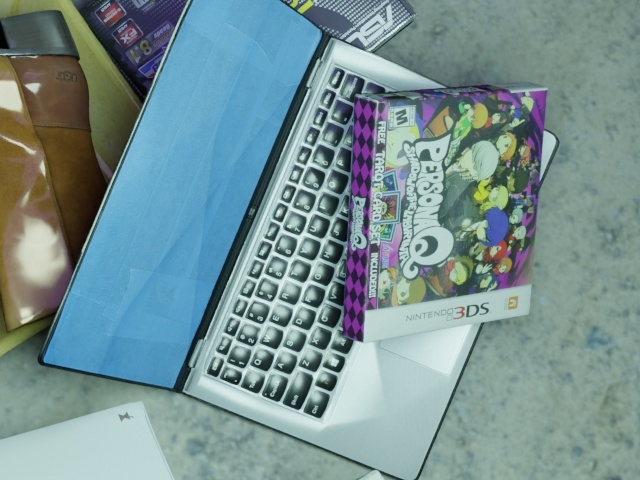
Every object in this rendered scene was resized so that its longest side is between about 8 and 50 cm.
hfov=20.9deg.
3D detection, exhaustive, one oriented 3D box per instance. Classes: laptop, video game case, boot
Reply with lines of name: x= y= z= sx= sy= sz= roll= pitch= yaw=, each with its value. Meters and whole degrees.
laptop: x=0.000 y=0.000 z=1.604 sx=0.408 sy=0.236 sz=0.382 roll=23 pitch=90 yaw=-9
video game case: x=0.118 y=-0.029 z=1.643 sx=0.210 sy=0.042 sz=0.232 roll=-7 pitch=107 yaw=-35
boot: x=-0.318 y=-0.051 z=1.599 sx=0.264 sy=0.096 sz=0.280 roll=-14 pitch=86 yaw=-27

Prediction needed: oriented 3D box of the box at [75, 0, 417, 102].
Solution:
box: x=-0.074 y=-0.223 z=1.744 sx=0.270 sy=0.060 sz=0.216 roll=-38 pitch=91 yaw=0

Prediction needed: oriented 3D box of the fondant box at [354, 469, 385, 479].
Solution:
fondant box: x=0.079 y=0.382 z=1.572 sx=0.096 sy=0.238 sz=0.330 roll=-34 pitch=86 yaw=-23

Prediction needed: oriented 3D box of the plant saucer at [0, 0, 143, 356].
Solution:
plant saucer: x=-0.329 y=-0.063 z=1.670 sx=0.333 sy=0.081 sz=0.333 roll=-33 pitch=85 yaw=-23

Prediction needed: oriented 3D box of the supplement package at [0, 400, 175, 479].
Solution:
supplement package: x=-0.209 y=0.304 z=1.511 sx=0.204 sy=0.145 sz=0.262 roll=-14 pitch=53 yaw=-20
